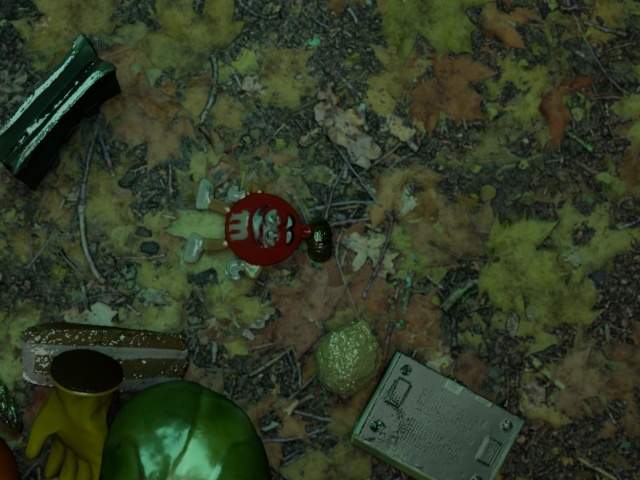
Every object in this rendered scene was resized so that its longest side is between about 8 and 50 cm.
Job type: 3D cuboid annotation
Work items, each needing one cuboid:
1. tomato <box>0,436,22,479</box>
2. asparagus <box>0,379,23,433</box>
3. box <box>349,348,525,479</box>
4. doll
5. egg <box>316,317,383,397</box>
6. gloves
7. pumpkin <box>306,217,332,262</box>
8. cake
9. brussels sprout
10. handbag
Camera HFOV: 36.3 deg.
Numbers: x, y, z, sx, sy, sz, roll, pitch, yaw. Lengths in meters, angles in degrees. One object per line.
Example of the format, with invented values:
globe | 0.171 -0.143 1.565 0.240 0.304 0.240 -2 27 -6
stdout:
tomato | -0.614 0.406 1.626 0.260 0.180 0.260 19 46 -21
asparagus | -0.574 0.271 1.735 0.036 0.030 0.165 -28 87 -28
box | 0.214 0.338 1.774 0.270 0.045 0.211 30 87 -2
doll | -0.128 -0.016 1.751 0.217 0.085 0.183 11 86 6
egg | 0.051 0.207 1.734 0.116 0.118 0.140 22 77 15
gloves | -0.414 0.338 1.659 0.133 0.116 0.294 34 122 33
pumpkin | -0.001 0.000 1.785 0.050 0.028 0.083 -9 92 -6
cake | -0.383 0.206 1.733 0.295 0.113 0.116 8 94 -15
brussels sprout | -0.223 0.414 1.590 0.276 0.315 0.371 0 80 -15
handbag | -0.443 -0.208 1.653 0.079 0.260 0.247 41 81 -4
